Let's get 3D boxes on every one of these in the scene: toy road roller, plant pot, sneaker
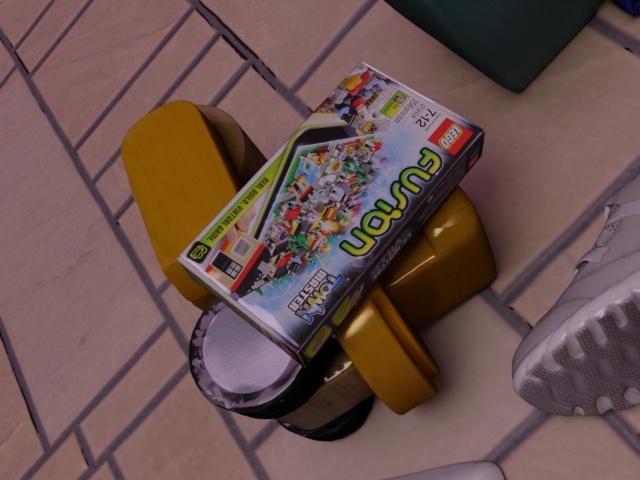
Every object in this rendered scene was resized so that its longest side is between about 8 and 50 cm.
[{"bbox_3d":[0.000,0.000,0.623,0.240,0.202,0.329,-32,62,4],"label":"toy road roller"},{"bbox_3d":[0.134,-0.240,0.598,0.166,0.234,0.165,-47,53,8],"label":"plant pot"},{"bbox_3d":[0.249,0.017,0.531,0.281,0.105,0.115,-47,24,12],"label":"sneaker"}]

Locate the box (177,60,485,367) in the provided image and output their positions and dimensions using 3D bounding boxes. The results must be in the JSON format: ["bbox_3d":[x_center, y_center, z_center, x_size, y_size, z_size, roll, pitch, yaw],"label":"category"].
[{"bbox_3d":[0.011,-0.026,0.507,0.114,0.036,0.207,34,73,22],"label":"box"}]

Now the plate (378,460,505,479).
[{"bbox_3d":[0.034,0.334,0.559,0.277,0.045,0.278,-20,62,26],"label":"plate"}]

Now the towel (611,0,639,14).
[{"bbox_3d":[0.286,-0.378,0.653,0.227,0.076,0.308,-38,56,14],"label":"towel"}]
